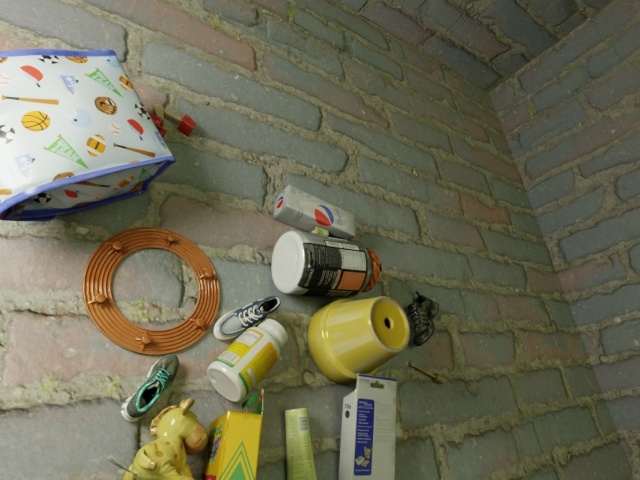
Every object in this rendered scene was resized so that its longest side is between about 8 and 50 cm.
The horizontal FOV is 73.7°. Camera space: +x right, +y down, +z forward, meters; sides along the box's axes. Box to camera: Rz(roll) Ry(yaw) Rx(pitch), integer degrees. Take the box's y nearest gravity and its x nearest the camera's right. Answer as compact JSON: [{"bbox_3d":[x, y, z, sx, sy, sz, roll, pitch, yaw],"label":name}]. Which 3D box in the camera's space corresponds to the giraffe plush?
[{"bbox_3d":[-0.309,0.433,0.887,0.210,0.181,0.170,59,30,-21],"label":"giraffe plush"}]

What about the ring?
[{"bbox_3d":[-0.407,0.114,1.072,0.336,0.032,0.337,20,55,-32],"label":"ring"}]

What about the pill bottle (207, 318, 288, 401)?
[{"bbox_3d":[-0.179,0.298,1.098,0.118,0.117,0.208,52,45,-4],"label":"pill bottle"}]

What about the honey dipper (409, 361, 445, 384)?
[{"bbox_3d":[0.380,0.472,1.533,0.160,0.030,0.031,31,50,-18],"label":"honey dipper"}]

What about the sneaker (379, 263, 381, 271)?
[{"bbox_3d":[0.150,0.085,1.515,0.152,0.084,0.058,25,53,-27],"label":"sneaker"}]

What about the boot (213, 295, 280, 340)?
[{"bbox_3d":[-0.197,0.202,1.158,0.190,0.086,0.069,-29,86,-45],"label":"boot"}]

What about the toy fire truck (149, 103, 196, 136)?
[{"bbox_3d":[-0.483,-0.361,1.264,0.192,0.047,0.135,36,48,-18],"label":"toy fire truck"}]

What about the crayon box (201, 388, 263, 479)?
[{"bbox_3d":[-0.197,0.493,0.908,0.081,0.202,0.319,14,56,-18],"label":"crayon box"}]

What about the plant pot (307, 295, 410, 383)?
[{"bbox_3d":[0.128,0.280,1.280,0.254,0.239,0.254,21,54,-31],"label":"plant pot"}]

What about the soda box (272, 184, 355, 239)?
[{"bbox_3d":[-0.017,-0.081,1.461,0.286,0.098,0.091,23,54,-30],"label":"soda box"}]

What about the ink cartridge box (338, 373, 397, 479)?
[{"bbox_3d":[0.139,0.558,1.219,0.165,0.065,0.333,19,67,-30],"label":"ink cartridge box"}]

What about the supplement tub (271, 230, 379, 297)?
[{"bbox_3d":[0.022,0.080,1.335,0.315,0.193,0.194,9,61,-37],"label":"supplement tub"}]

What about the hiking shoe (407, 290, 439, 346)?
[{"bbox_3d":[0.365,0.293,1.595,0.114,0.086,0.227,35,41,-1],"label":"hiking shoe"}]

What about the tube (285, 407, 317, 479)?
[{"bbox_3d":[-0.054,0.561,1.099,0.062,0.070,0.240,27,49,-54],"label":"tube"}]

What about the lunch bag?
[{"bbox_3d":[-0.600,-0.235,0.967,0.328,0.239,0.385,58,38,0],"label":"lunch bag"}]

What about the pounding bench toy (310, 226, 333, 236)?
[{"bbox_3d":[0.000,0.000,1.452,0.083,0.065,0.052,19,55,-32],"label":"pounding bench toy"}]

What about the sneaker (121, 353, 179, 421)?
[{"bbox_3d":[-0.366,0.325,0.955,0.065,0.076,0.166,42,46,-15],"label":"sneaker"}]
